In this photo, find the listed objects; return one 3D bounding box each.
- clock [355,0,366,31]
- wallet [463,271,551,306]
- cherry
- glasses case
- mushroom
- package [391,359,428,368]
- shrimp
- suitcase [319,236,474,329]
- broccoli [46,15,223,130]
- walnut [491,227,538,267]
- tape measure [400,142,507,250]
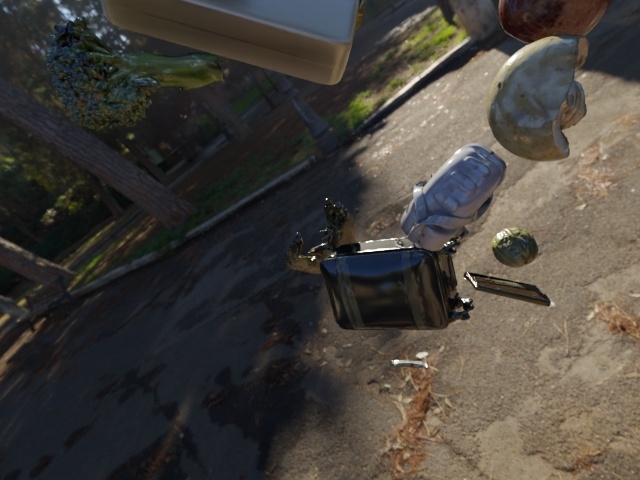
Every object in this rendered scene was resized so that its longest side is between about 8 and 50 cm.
[{"bbox_3d":[0.106,-0.808,1.410,0.057,0.236,0.237,3,43,26],"label":"clock"},{"bbox_3d":[0.604,0.152,1.396,0.133,0.244,0.038,-85,7,-72],"label":"wallet"},{"bbox_3d":[0.545,-0.565,0.973,0.300,0.231,0.202,116,163,-57],"label":"cherry"},{"bbox_3d":[-0.118,-0.330,0.602,0.076,0.337,0.143,115,168,-60],"label":"glasses case"},{"bbox_3d":[0.465,-0.301,0.928,0.189,0.195,0.253,19,105,39],"label":"mushroom"},{"bbox_3d":[0.278,0.384,1.333,0.111,0.015,0.037,3,7,2],"label":"package"},{"bbox_3d":[0.000,0.000,1.496,0.273,0.444,0.085,-13,59,-7],"label":"shrimp"},{"bbox_3d":[0.216,0.137,1.307,0.435,0.282,0.194,-6,18,32],"label":"suitcase"},{"bbox_3d":[-0.199,-0.189,0.495,0.204,0.118,0.122,-27,0,-41],"label":"broccoli"},{"bbox_3d":[0.400,0.015,0.884,0.092,0.092,0.092,-34,23,17],"label":"walnut"},{"bbox_3d":[0.226,-0.071,0.732,0.197,0.120,0.236,-51,-13,15],"label":"tape measure"}]
